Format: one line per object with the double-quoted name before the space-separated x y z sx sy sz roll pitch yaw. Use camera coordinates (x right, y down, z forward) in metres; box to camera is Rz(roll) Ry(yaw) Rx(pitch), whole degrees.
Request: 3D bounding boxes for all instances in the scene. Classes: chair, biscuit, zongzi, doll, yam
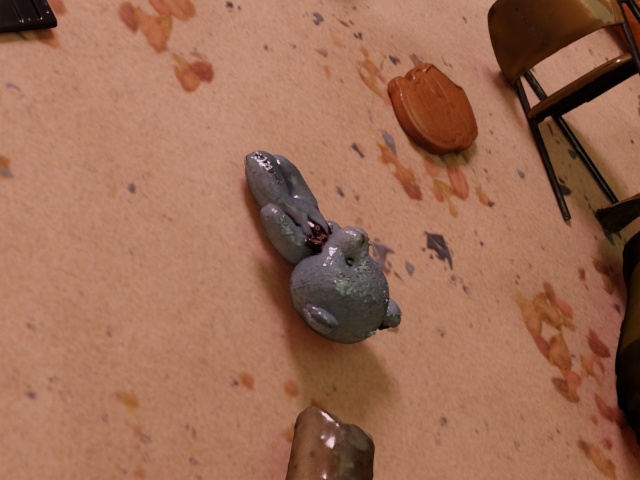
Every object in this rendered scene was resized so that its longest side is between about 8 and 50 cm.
"chair" 0.305 -0.170 1.432 0.172 0.159 0.246 -13 75 -50
"biscuit" 0.119 -0.135 1.309 0.130 0.019 0.102 -23 83 -54
"zongzi" 0.439 0.157 1.363 0.317 0.154 0.289 44 46 -26
"doll" 0.004 -0.001 1.029 0.120 0.075 0.179 -1 65 -53
"yam" 0.004 0.257 0.847 0.071 0.067 0.317 41 39 -41

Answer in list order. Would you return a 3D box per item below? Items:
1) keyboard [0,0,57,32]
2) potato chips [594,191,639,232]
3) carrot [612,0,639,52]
"keyboard" -0.265 -0.244 0.957 0.067 0.011 0.202 -21 80 -51
"potato chips" 0.385 -0.049 1.455 0.026 0.142 0.209 60 11 15
"carrot" 0.414 -0.335 1.743 0.193 0.087 0.087 48 37 -12
